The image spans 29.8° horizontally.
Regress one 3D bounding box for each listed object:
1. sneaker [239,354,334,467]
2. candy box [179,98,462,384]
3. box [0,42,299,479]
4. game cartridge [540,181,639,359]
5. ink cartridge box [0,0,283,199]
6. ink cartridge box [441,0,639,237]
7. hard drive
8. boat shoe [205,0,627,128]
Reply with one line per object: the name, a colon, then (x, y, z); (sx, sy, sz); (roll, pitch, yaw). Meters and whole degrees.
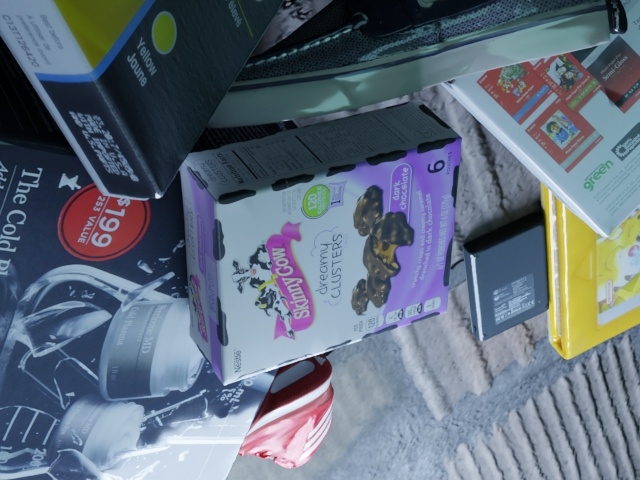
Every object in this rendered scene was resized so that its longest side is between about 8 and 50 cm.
sneaker: (-0.078, 0.212, 1.244); (0.221, 0.087, 0.128); (-22, 130, -13)
candy box: (0.000, 0.000, 0.896); (0.196, 0.070, 0.164); (-16, 128, -22)
box: (-0.193, 0.042, 0.982); (0.313, 0.179, 0.343); (7, 119, -35)
game cartridge: (0.398, -0.034, 1.359); (0.324, 0.052, 0.285); (-23, 132, -12)
ink cartridge box: (-0.113, -0.237, 0.771); (0.307, 0.072, 0.303); (-62, 144, -31)
ink cartridge box: (0.254, -0.212, 1.056); (0.272, 0.130, 0.309); (43, 98, -15)
hard drive: (0.206, 0.041, 1.322); (0.094, 0.022, 0.135); (-24, 132, -13)
boat shoe: (0.057, -0.194, 0.924); (0.341, 0.127, 0.158); (-16, 101, -10)
